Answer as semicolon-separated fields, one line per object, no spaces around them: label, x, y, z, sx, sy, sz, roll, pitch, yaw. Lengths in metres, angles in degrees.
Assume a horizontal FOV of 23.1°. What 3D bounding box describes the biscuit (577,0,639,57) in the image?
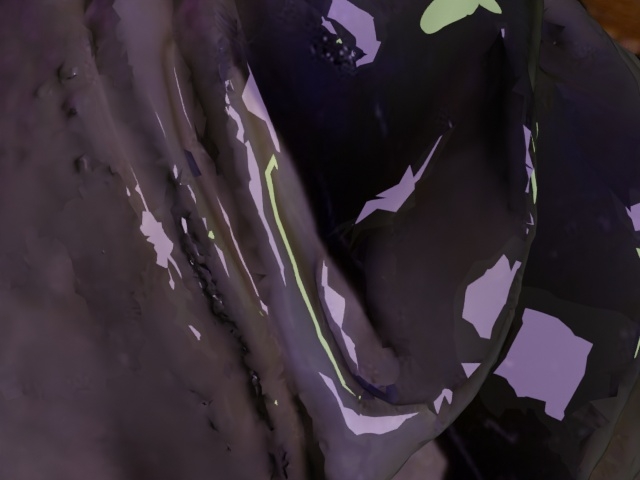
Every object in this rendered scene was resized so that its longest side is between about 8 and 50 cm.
biscuit;0.244;-0.116;0.778;0.237;0.013;0.232;29;43;24

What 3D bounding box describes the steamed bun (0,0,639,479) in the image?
steamed bun;0.000;0.000;0.495;0.275;0.206;0.320;51;45;-10
